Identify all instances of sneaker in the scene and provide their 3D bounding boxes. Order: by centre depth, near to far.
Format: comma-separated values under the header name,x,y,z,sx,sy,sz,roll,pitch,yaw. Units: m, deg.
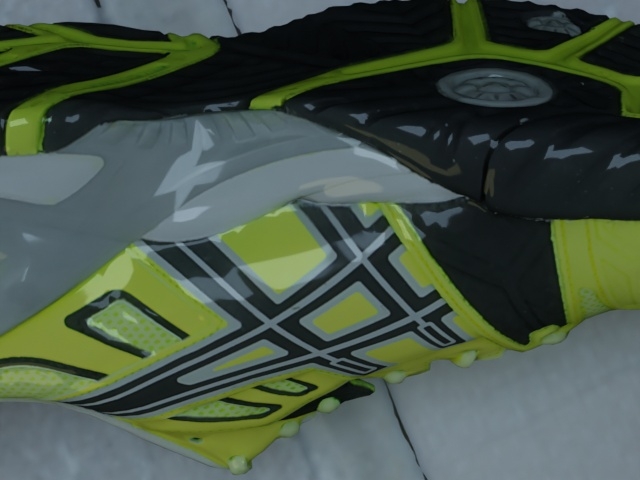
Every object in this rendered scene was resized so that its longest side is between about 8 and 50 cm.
name,x,y,z,sx,sy,sz,roll,pitch,yaw
sneaker,0.000,0.000,0.614,0.385,0.145,0.147,0,113,5
